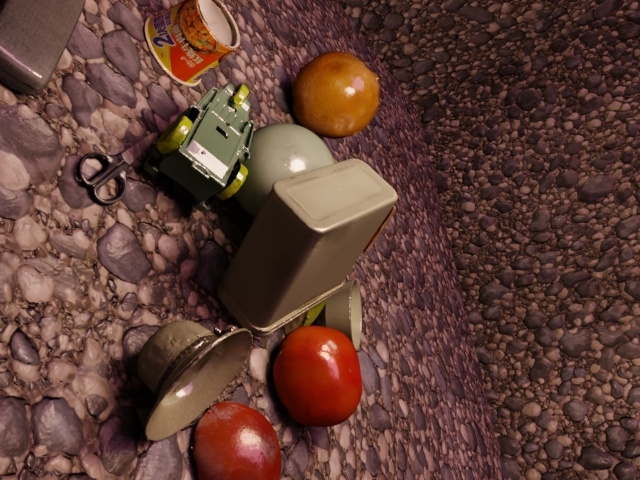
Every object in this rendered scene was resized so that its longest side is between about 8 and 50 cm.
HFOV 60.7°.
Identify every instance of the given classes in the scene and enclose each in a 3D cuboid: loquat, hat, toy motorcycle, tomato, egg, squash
[{"bbox_3d":[0.057,-0.529,2.003,0.328,0.328,0.329,43,35,-40],"label":"loquat"},{"bbox_3d":[-0.254,0.221,0.991,0.130,0.257,0.257,39,21,17],"label":"hat"},{"bbox_3d":[-0.273,-0.238,1.303,0.191,0.199,0.327,40,43,-27],"label":"toy motorcycle"},{"bbox_3d":[-0.143,0.416,1.099,0.228,0.112,0.199,46,31,-41],"label":"tomato"},{"bbox_3d":[-0.097,-0.174,1.466,0.389,0.276,0.276,-30,96,-81],"label":"egg"},{"bbox_3d":[0.000,0.333,1.356,0.259,0.180,0.260,36,44,-43],"label":"tomato"},{"bbox_3d":[-0.019,0.144,1.557,0.288,0.111,0.203,-6,76,-65],"label":"squash"}]

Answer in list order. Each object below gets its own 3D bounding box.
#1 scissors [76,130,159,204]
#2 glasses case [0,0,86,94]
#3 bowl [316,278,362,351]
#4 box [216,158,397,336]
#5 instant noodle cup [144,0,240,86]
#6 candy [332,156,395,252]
[{"bbox_3d":[-0.415,-0.177,1.169,0.109,0.022,0.300,59,26,-23],"label":"scissors"},{"bbox_3d":[-0.551,-0.421,1.050,0.131,0.074,0.323,43,35,-42],"label":"glasses case"},{"bbox_3d":[0.053,0.216,1.587,0.211,0.112,0.212,0,90,-77],"label":"bowl"},{"bbox_3d":[-0.029,0.007,1.276,0.177,0.344,0.352,45,39,18],"label":"box"},{"bbox_3d":[-0.330,-0.546,1.454,0.213,0.174,0.213,42,36,-41],"label":"instant noodle cup"},{"bbox_3d":[0.072,-0.128,1.728,0.320,0.179,0.135,45,11,35],"label":"candy"}]
